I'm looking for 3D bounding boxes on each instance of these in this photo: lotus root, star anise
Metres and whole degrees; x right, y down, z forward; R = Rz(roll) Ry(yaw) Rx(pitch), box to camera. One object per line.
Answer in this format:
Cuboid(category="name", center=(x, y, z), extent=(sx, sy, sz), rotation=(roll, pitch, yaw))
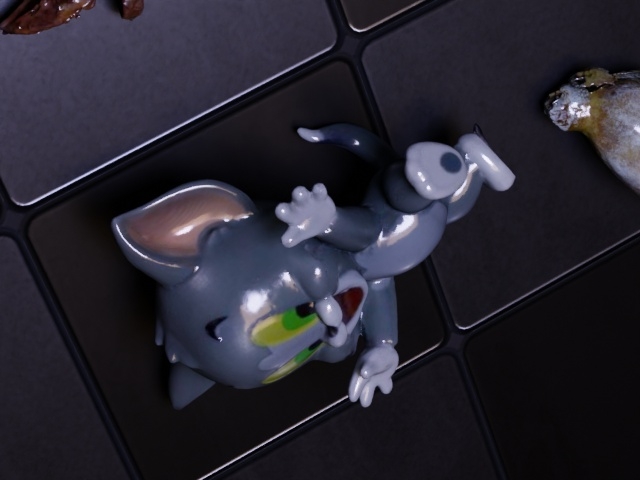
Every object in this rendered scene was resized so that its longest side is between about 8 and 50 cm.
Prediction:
Cuboid(category="lotus root", center=(0.235, -0.074, 1.379), extent=(0.165, 0.088, 0.088), rotation=(30, 96, -22))
Cuboid(category="star anise", center=(-0.098, -0.173, 1.140), extent=(0.158, 0.144, 0.140), rotation=(-9, 123, -24))

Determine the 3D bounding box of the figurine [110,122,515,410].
Cuboid(category="figurine", center=(0.000, -0.005, 1.262), extent=(0.265, 0.140, 0.193), rotation=(-47, 147, -16))
